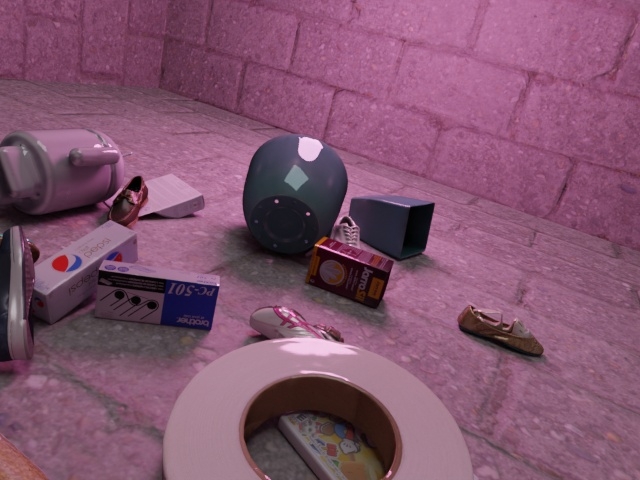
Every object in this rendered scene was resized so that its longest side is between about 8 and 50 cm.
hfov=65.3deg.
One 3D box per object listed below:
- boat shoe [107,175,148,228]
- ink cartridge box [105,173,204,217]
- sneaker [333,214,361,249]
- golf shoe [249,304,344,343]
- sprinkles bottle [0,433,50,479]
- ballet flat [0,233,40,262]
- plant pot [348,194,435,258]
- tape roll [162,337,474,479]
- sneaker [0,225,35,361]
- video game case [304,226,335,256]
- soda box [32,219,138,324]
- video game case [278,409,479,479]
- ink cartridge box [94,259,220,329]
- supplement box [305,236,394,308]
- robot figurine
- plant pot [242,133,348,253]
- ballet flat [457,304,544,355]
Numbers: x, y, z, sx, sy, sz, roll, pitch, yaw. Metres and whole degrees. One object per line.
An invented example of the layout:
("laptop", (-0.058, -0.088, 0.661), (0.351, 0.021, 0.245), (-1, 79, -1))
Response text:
("boat shoe", (-0.501, -0.101, 1.294), (0.073, 0.073, 0.207), (3, 32, -6))
("ink cartridge box", (-0.481, -0.110, 1.429), (0.232, 0.066, 0.189), (-29, 44, -32))
("sneaker", (0.074, -0.001, 1.429), (0.094, 0.091, 0.258), (9, 21, -15))
("golf shoe", (-0.050, 0.176, 0.924), (0.186, 0.067, 0.086), (18, 22, 8))
("sprinkles bottle", (-0.342, 0.246, 0.476), (0.355, 0.121, 0.121), (23, 22, 24))
("ballet flat", (-0.646, 0.057, 0.797), (0.342, 0.116, 0.124), (2, 44, -29))
("plant pot", (0.212, -0.063, 1.604), (0.234, 0.165, 0.165), (20, 20, 36))
("tape roll", (-0.004, 0.271, 0.645), (0.392, 0.072, 0.392), (7, 25, -4))
("sneaker", (-0.517, 0.077, 0.736), (0.163, 0.086, 0.226), (-6, 57, -19))
("video game case", (0.000, 0.000, 1.409), (0.011, 0.087, 0.122), (55, 16, -13))
("soda box", (-0.431, 0.050, 0.907), (0.069, 0.074, 0.216), (23, 38, 14))
("video game case", (0.083, 0.310, 0.729), (0.206, 0.026, 0.227), (-4, 27, -40))
("ink cartridge box", (-0.295, 0.101, 0.912), (0.207, 0.097, 0.046), (9, 21, -14))
("supplement box", (0.071, 0.076, 1.213), (0.188, 0.104, 0.081), (20, 22, 13))
("robot figurine", (-0.644, -0.178, 1.251), (0.300, 0.199, 0.353), (-8, 10, 28))
("plant pot", (-0.079, -0.106, 1.349), (0.293, 0.293, 0.235), (14, 36, -2))
("ballet flat", (0.429, 0.206, 1.171), (0.206, 0.067, 0.073), (18, 20, 8))
